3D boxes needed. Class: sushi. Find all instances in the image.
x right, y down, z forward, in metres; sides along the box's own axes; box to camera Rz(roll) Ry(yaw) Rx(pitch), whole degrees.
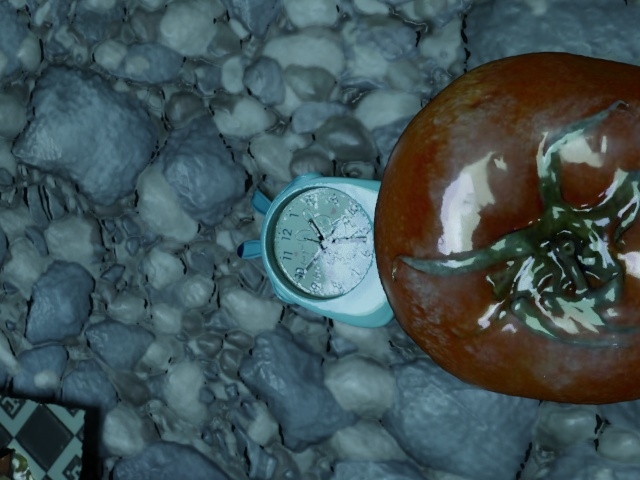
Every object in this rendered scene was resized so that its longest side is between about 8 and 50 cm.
[{"bbox_3d":[-0.323,0.252,0.600,0.232,0.047,0.219,5,90,15],"label":"sushi"}]

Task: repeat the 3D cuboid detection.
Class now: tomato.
[{"bbox_3d":[0.149,-0.003,0.367,0.237,0.095,0.236,0,93,7],"label":"tomato"}]

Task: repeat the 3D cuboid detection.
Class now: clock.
[{"bbox_3d":[0.000,0.000,0.470,0.147,0.045,0.108,14,96,19],"label":"clock"}]
